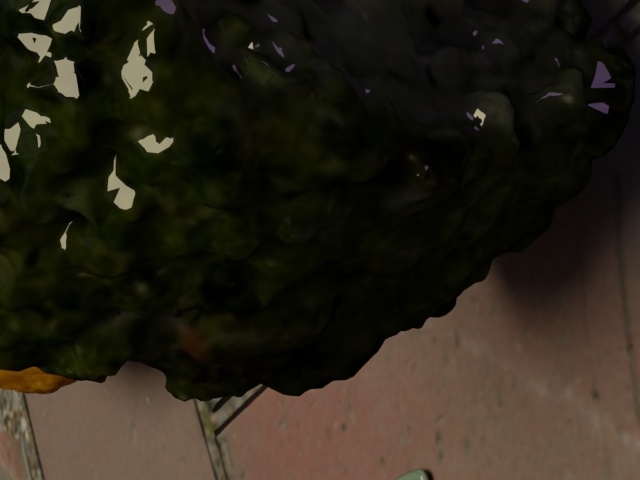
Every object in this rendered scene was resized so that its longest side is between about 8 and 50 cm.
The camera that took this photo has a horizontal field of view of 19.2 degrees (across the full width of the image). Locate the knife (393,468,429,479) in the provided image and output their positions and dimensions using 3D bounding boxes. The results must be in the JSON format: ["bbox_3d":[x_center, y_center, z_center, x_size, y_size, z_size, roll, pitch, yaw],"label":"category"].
[{"bbox_3d":[0.047,0.151,0.854,0.027,0.010,0.096,-32,63,51],"label":"knife"}]

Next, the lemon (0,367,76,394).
[{"bbox_3d":[-0.163,0.015,1.053,0.187,0.142,0.142,169,100,-65],"label":"lemon"}]

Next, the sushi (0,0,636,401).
[{"bbox_3d":[-0.047,-0.112,0.751,0.178,0.294,0.352,-52,51,38],"label":"sushi"}]
